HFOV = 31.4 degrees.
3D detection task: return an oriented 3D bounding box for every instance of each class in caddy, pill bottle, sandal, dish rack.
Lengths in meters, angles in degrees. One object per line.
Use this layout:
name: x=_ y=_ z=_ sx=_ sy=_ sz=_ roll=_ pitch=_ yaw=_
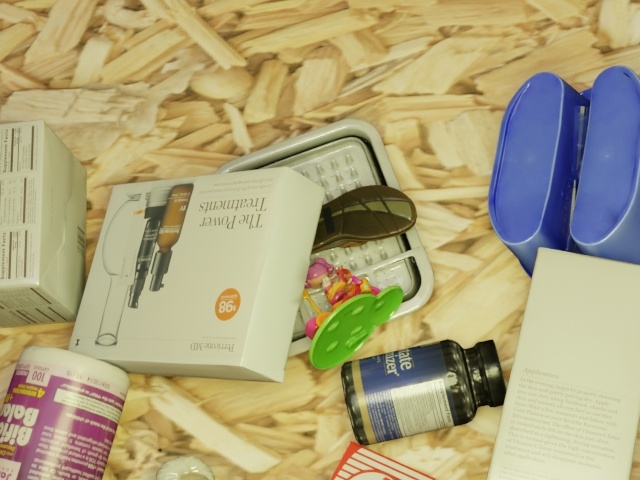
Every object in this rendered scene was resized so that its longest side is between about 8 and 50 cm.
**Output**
caddy: x=0.385 y=-0.087 z=1.638 sx=0.241 sy=0.179 sz=0.341 roll=1 pitch=70 yaw=34
pill bottle: x=0.147 y=0.208 z=1.600 sx=0.219 sy=0.123 sz=0.123 roll=-14 pitch=69 yaw=5
pill bottle: x=-0.393 y=0.316 z=1.634 sx=0.169 sy=0.169 sz=0.301 roll=10 pitch=72 yaw=13
sandal: x=0.039 y=-0.018 z=1.665 sx=0.219 sy=0.060 sz=0.090 roll=-20 pitch=61 yaw=18
dish rack: x=0.000 y=0.000 z=1.729 sx=0.285 sy=0.072 sz=0.333 roll=-20 pitch=68 yaw=3

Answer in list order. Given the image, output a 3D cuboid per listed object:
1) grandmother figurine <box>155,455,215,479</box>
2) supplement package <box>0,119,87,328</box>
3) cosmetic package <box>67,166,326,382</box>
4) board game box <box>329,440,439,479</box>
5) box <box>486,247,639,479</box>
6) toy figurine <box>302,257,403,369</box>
grandmother figurine: x=-0.125 y=0.437 z=1.549 sx=0.342 sy=0.208 sz=0.104 roll=53 pitch=121 yaw=33
supplement package: x=-0.460 y=-0.020 z=1.747 sx=0.145 sy=0.204 sz=0.262 roll=-5 pitch=70 yaw=6
cosmetic package: x=-0.186 y=0.051 z=1.641 sx=0.377 sy=0.097 sz=0.284 roll=-3 pitch=69 yaw=41
board game box: x=0.095 y=0.382 z=1.567 sx=0.193 sy=0.045 sz=0.147 roll=20 pitch=60 yaw=19
box: x=0.331 y=0.218 z=1.494 sx=0.168 sy=0.215 sz=0.345 roll=11 pitch=65 yaw=15
toy figurine: x=0.003 y=0.073 z=1.616 sx=0.173 sy=0.130 sz=0.159 roll=-32 pitch=56 yaw=-26
